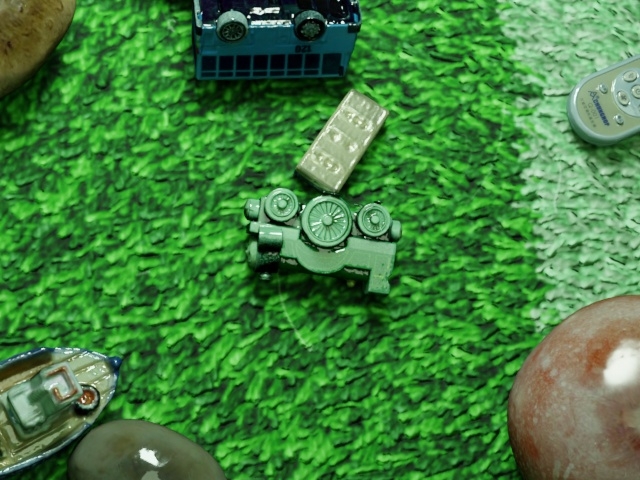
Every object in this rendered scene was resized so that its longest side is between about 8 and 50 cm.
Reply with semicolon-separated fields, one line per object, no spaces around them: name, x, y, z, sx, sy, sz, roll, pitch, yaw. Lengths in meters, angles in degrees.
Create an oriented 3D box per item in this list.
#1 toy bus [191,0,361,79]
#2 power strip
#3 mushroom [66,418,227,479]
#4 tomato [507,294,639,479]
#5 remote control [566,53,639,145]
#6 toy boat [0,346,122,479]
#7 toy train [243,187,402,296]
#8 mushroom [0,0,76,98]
toy bus;-0.052;-0.236;1.736;0.184;0.106;0.090;-2;47;-9
power strip;0.025;-0.112;1.758;0.056;0.032;0.123;34;74;-1
mushroom;-0.177;0.257;1.613;0.188;0.117;0.141;26;63;3
tomato;0.338;0.191;1.636;0.270;0.227;0.270;1;79;-6
remote control;0.399;-0.182;1.822;0.244;0.047;0.087;-23;78;-12
toy boat;-0.321;0.181;1.598;0.262;0.115;0.114;-28;82;-13
toy train;0.000;0.000;1.713;0.178;0.071;0.105;8;87;-8
mushroom;-0.401;-0.267;1.674;0.278;0.146;0.278;2;70;-5
